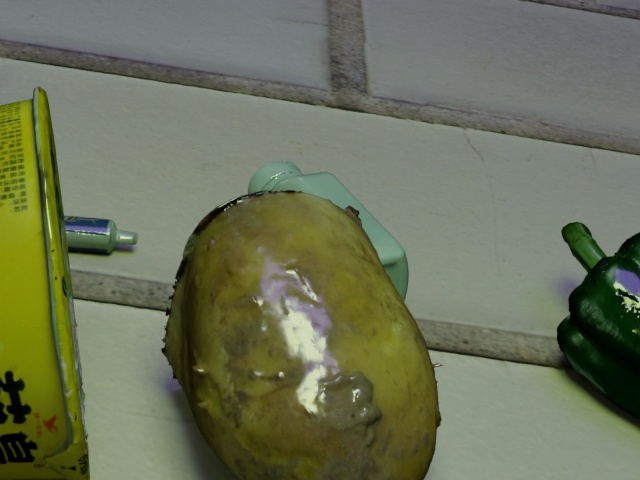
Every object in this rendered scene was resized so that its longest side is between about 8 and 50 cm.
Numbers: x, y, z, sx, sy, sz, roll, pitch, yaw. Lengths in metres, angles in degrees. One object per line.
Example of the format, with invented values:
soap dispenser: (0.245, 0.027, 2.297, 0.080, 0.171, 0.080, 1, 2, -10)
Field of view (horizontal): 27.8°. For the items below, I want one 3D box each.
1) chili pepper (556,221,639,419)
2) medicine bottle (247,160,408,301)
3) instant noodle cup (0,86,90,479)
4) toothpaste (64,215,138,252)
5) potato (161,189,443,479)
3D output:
chili pepper: (0.315, 0.073, 1.295, 0.165, 0.173, 0.261, -38, 55, -17)
medicine bottle: (0.000, 0.000, 1.340, 0.083, 0.121, 0.229, -11, 38, -29)
instant noodle cup: (-0.322, 0.051, 1.012, 0.254, 0.325, 0.325, -6, 36, -11)
toothpaste: (-0.290, -0.010, 1.350, 0.197, 0.034, 0.057, 5, 17, -7)
potato: (-0.007, 0.120, 1.092, 0.229, 0.229, 0.266, -9, 43, -29)
